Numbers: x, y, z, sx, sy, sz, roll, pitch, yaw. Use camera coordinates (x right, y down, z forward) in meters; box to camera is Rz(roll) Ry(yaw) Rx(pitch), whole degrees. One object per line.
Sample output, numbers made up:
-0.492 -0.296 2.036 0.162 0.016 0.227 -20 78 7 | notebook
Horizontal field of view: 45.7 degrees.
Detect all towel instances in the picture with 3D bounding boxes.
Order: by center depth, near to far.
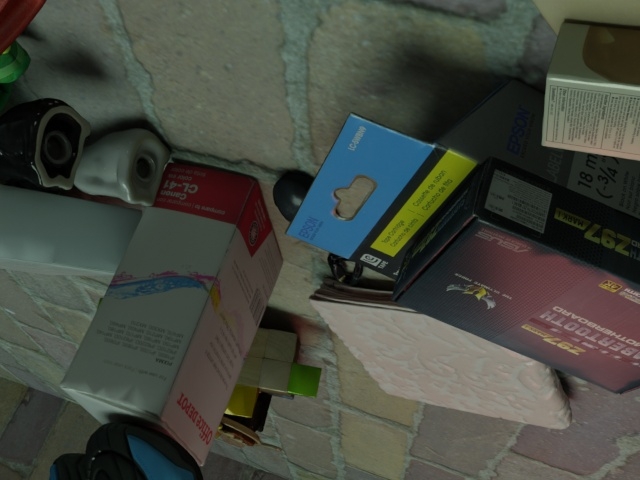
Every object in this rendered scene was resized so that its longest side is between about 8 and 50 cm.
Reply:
0.183 0.165 1.104 0.316 0.054 0.332 5 149 32 | towel

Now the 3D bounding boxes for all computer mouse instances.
0.000 0.000 0.943 0.071 0.041 0.242 6 150 27 | computer mouse

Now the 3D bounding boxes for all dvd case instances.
-0.455 -0.093 1.142 0.087 0.013 0.119 -4 143 42 | dvd case

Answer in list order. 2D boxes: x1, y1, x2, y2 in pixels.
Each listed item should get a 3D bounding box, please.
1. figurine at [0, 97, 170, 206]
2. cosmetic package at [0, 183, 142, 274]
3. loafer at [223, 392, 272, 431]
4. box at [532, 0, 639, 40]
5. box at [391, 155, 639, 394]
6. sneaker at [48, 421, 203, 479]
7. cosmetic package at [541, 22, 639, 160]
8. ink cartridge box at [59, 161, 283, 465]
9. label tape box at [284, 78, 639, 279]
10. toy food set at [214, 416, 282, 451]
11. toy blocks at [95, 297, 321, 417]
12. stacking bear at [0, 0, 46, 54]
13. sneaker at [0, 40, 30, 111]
-0.317 -0.098 0.873 0.209 0.093 0.214 5 177 28 | figurine
-0.453 -0.012 1.040 0.284 0.098 0.377 8 173 -37 | cosmetic package
-0.144 0.322 1.460 0.078 0.080 0.220 13 168 5 | loafer
0.243 -0.125 0.431 0.148 0.121 0.311 -10 140 47 | box
0.194 0.040 0.610 0.232 0.059 0.183 23 154 -4 | box
-0.204 0.273 0.874 0.139 0.125 0.340 4 163 -34 | sneaker
0.177 -0.073 0.393 0.115 0.041 0.060 13 152 19 | cosmetic package
-0.166 0.093 0.943 0.131 0.306 0.226 15 153 13 | ink cartridge box
0.160 -0.025 0.700 0.333 0.106 0.241 24 153 -5 | label tape box
-0.166 0.340 1.332 0.132 0.039 0.192 -1 146 45 | toy food set
-0.184 0.205 1.350 0.381 0.191 0.261 10 166 3 | toy blocks
-0.362 -0.271 0.587 0.289 0.164 0.175 37 150 -18 | stacking bear
-0.425 -0.176 0.855 0.295 0.110 0.123 -8 141 47 | sneaker
